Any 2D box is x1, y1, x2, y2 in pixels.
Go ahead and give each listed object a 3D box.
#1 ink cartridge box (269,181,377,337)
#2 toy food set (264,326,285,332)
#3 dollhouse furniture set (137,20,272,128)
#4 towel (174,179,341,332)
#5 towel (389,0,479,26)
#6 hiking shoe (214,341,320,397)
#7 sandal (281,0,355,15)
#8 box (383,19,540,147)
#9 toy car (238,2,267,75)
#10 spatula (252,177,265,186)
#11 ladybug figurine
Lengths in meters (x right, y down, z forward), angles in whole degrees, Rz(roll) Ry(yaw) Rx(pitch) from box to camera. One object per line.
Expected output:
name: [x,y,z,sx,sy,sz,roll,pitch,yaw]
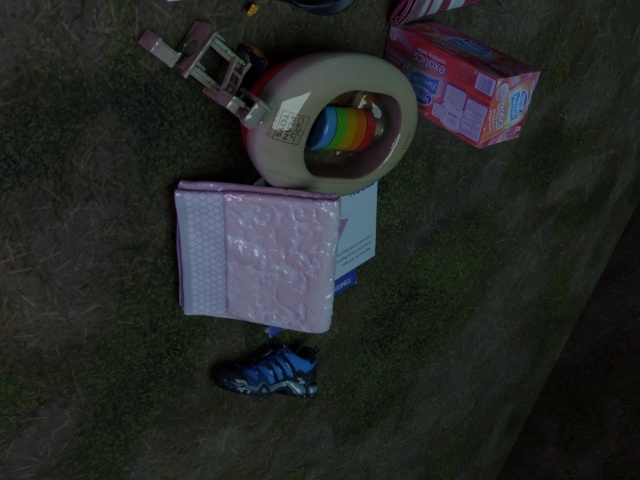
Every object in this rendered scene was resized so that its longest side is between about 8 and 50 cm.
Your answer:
ink cartridge box: [0.009,0.019,1.816,0.324,0.071,0.330,-30,128,-44]
toy food set: [-0.093,0.100,1.861,0.128,0.071,0.218,-15,126,-49]
dollhouse furniture set: [-0.172,-0.293,1.359,0.101,0.161,0.182,-54,145,2]
towel: [-0.125,0.038,1.614,0.053,0.317,0.332,-81,176,-52]
towel: [0.311,-0.550,1.691,0.329,0.037,0.237,-25,166,-35]
hiking shoe: [-0.131,0.309,2.000,0.304,0.113,0.132,11,82,-45]
sandal: [-0.016,-0.452,1.485,0.254,0.054,0.097,-10,127,-43]
box: [0.278,-0.330,1.705,0.142,0.300,0.154,-17,131,-38]
toy car: [-0.108,-0.359,1.467,0.040,0.060,0.122,-57,170,-57]
spatula: [-0.175,-0.005,1.730,0.168,0.019,0.242,-35,142,-31]
ladybug figurine: [0.007,-0.235,1.605,0.449,0.162,0.305,1,120,-49]
